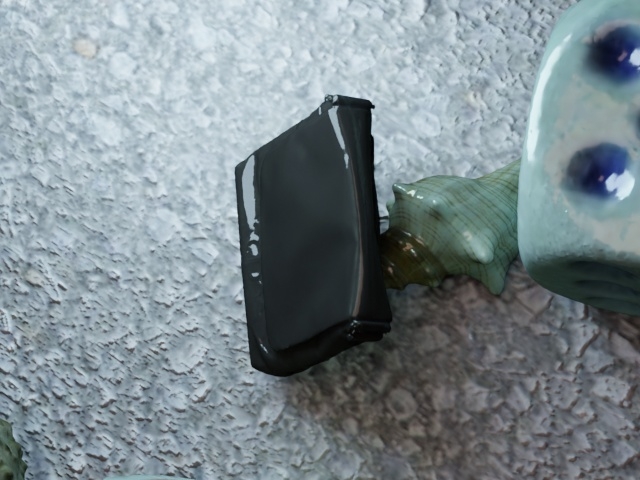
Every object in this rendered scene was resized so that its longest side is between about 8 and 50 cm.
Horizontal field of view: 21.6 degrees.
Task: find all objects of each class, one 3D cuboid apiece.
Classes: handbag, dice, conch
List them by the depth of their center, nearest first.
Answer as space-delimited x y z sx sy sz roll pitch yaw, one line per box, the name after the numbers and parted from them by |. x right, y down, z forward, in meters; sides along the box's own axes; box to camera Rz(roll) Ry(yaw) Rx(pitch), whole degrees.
0.336 -0.069 1.556 0.264 0.268 0.263 9 80 16 | dice
0.000 0.000 1.669 0.080 0.223 0.247 3 74 -30 | handbag
0.140 -0.006 1.679 0.234 0.114 0.137 -17 86 5 | conch

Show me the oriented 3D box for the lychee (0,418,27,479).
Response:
-0.421 0.257 1.687 0.255 0.274 0.255 -14 53 19 | lychee

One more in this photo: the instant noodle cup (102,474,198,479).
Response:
-0.105 0.400 1.576 0.294 0.294 0.308 13 88 18 | instant noodle cup
